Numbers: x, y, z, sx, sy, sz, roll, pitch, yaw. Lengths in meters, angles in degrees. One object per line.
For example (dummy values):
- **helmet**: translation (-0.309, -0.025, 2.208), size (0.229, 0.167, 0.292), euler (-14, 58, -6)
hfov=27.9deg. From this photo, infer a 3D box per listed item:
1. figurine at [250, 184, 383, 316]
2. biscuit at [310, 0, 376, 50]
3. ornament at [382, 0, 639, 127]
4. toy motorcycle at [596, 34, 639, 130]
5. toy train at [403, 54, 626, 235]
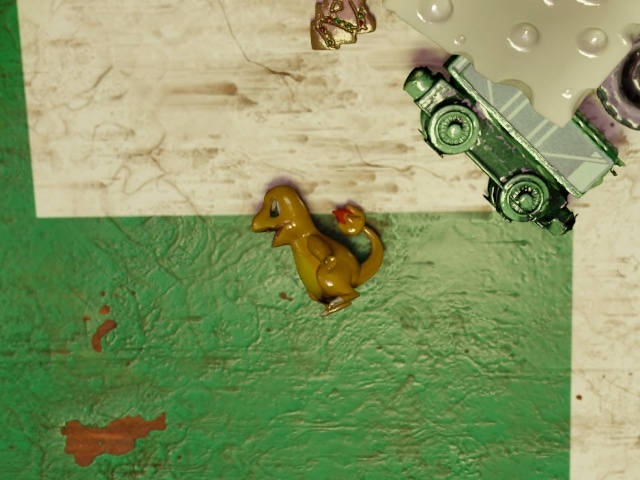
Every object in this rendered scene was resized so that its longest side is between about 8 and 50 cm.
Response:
- **figurine**: translation (0.002, -0.004, 1.608), size (0.122, 0.121, 0.176), euler (-40, 88, -15)
- **biscuit**: translation (0.020, -0.267, 1.567), size (0.092, 0.016, 0.082), euler (-43, 97, 12)
- **ornament**: translation (0.249, -0.317, 1.380), size (0.240, 0.239, 0.239), euler (34, 131, -4)
- **toy motorcycle**: translation (0.499, -0.276, 1.441), size (0.232, 0.172, 0.416), euler (34, 100, -2)
- **toy train**: translation (0.224, -0.129, 1.539), size (0.269, 0.115, 0.154), euler (43, 95, -6)
